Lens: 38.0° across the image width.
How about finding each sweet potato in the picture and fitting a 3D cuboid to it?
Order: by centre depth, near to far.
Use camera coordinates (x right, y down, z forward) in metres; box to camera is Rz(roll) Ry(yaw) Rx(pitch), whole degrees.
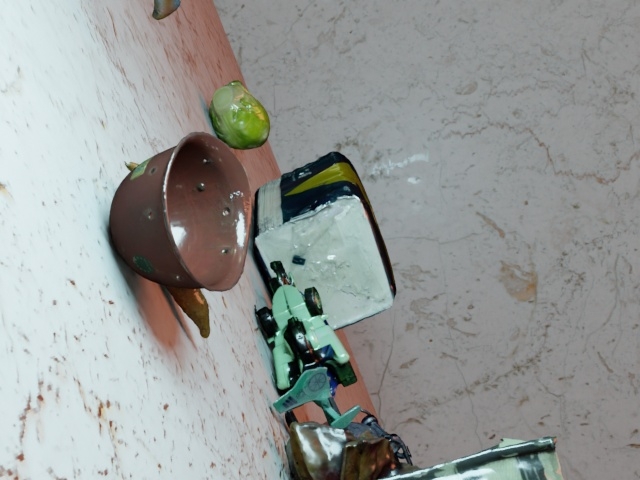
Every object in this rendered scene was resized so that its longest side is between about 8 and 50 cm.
[{"bbox_3d":[-0.158,0.003,1.017,0.068,0.068,0.226,-104,176,-66],"label":"sweet potato"}]

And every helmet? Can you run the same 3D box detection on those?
[{"bbox_3d":[-0.145,-0.026,0.916,0.155,0.106,0.175,66,30,-30],"label":"helmet"}]

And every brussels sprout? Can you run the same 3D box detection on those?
[{"bbox_3d":[-0.175,-0.259,1.988,0.155,0.117,0.155,46,5,-6],"label":"brussels sprout"}]

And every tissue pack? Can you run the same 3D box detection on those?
[{"bbox_3d":[0.000,0.000,1.970,0.416,0.253,0.264,-95,163,-73],"label":"tissue pack"}]

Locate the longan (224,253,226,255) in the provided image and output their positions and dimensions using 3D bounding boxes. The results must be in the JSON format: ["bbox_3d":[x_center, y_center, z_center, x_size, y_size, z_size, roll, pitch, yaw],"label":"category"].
[{"bbox_3d":[-0.145,-0.003,1.326,0.083,0.075,0.075,25,-15,21],"label":"longan"}]

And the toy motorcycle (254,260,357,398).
[{"bbox_3d":[-0.031,0.165,1.610,0.331,0.125,0.196,-114,180,-65],"label":"toy motorcycle"}]

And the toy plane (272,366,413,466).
[{"bbox_3d":[0.045,0.333,1.469,0.106,0.155,0.382,34,-28,49],"label":"toy plane"}]

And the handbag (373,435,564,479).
[{"bbox_3d":[0.116,0.367,0.849,0.162,0.327,0.325,71,1,-59],"label":"handbag"}]

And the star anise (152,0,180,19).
[{"bbox_3d":[-0.279,-0.424,1.129,0.346,0.148,0.237,58,6,-1],"label":"star anise"}]

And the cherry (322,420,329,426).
[{"bbox_3d":[0.041,0.372,1.633,0.126,0.087,0.106,66,7,18],"label":"cherry"}]

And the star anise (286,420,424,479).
[{"bbox_3d":[0.078,0.354,1.292,0.108,0.315,0.315,-60,150,-23],"label":"star anise"}]
